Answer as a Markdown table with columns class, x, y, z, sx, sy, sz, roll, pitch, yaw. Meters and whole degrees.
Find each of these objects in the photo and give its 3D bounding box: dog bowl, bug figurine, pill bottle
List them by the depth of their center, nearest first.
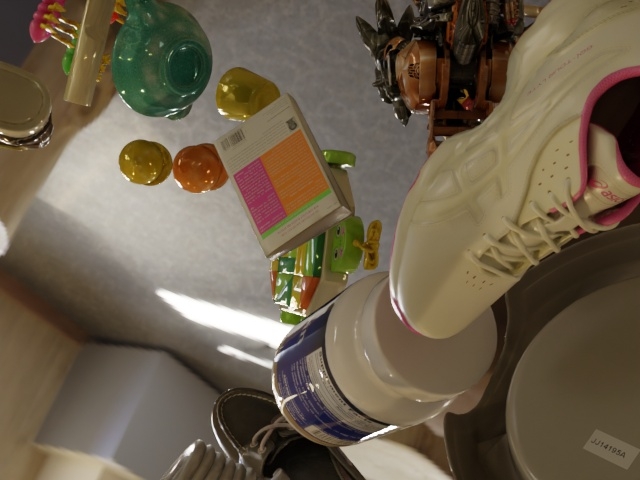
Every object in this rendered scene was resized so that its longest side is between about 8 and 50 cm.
| class | x | y | z | sx | sy | sz | roll | pitch | yaw |
| --- | --- | --- | --- | --- | --- | --- | --- | --- | --- |
| dog bowl | 0.277 | 0.141 | 0.736 | 0.348 | 0.349 | 0.102 | 1 | 138 | 35 |
| pill bottle | 0.058 | 0.118 | 0.945 | 0.153 | 0.153 | 0.264 | 27 | 153 | -11 |
| bug figurine | -0.384 | -0.386 | 1.498 | 0.072 | 0.216 | 0.279 | 19 | 170 | 13 |

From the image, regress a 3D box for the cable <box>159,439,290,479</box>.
| class | x | y | z | sx | sy | sz | roll | pitch | yaw |
| --- | --- | --- | --- | --- | --- | --- | --- | --- | --- |
| cable | -0.133 | 0.264 | 0.669 | 0.089 | 0.257 | 0.257 | 39 | 180 | 2 |

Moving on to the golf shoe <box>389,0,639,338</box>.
| class | x | y | z | sx | sy | sz | roll | pitch | yaw |
| --- | --- | --- | --- | --- | --- | --- | --- | --- | --- |
| golf shoe | 0.154 | -0.038 | 0.668 | 0.115 | 0.140 | 0.306 | 19 | 113 | -28 |

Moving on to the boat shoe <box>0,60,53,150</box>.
| class | x | y | z | sx | sy | sz | roll | pitch | yaw |
| --- | --- | --- | --- | --- | --- | --- | --- | --- | --- |
| boat shoe | -0.492 | -0.209 | 1.187 | 0.324 | 0.117 | 0.097 | 24 | 160 | -2 |

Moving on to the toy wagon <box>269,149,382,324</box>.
| class | x | y | z | sx | sy | sz | roll | pitch | yaw |
| --- | --- | --- | --- | --- | --- | --- | --- | --- | --- |
| toy wagon | 0.000 | 0.000 | 1.387 | 0.068 | 0.267 | 0.344 | 7 | 178 | -17 |

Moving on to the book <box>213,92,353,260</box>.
| class | x | y | z | sx | sy | sz | roll | pitch | yaw |
| --- | --- | --- | --- | --- | --- | --- | --- | --- | --- |
| book | -0.041 | -0.065 | 0.939 | 0.096 | 0.144 | 0.035 | -31 | 156 | 13 |

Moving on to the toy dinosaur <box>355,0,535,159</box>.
| class | x | y | z | sx | sy | sz | roll | pitch | yaw |
| --- | --- | --- | --- | --- | --- | --- | --- | --- | --- |
| toy dinosaur | 0.104 | -0.154 | 0.774 | 0.164 | 0.322 | 0.218 | 22 | -168 | -3 |

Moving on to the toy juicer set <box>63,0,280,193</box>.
| class | x | y | z | sx | sy | sz | roll | pitch | yaw |
| --- | --- | --- | --- | --- | --- | --- | --- | --- | --- |
| toy juicer set | -0.200 | -0.177 | 1.083 | 0.089 | 0.209 | 0.329 | 22 | 169 | 41 |

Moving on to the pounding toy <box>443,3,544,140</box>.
| class | x | y | z | sx | sy | sz | roll | pitch | yaw |
| --- | --- | --- | --- | --- | --- | --- | --- | --- | --- |
| pounding toy | 0.178 | -0.179 | 1.009 | 0.094 | 0.206 | 0.181 | -19 | 159 | -15 |

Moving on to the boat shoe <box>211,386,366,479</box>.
| class | x | y | z | sx | sy | sz | roll | pitch | yaw |
| --- | --- | --- | --- | --- | --- | --- | --- | --- | --- |
| boat shoe | -0.006 | 0.282 | 1.112 | 0.335 | 0.112 | 0.095 | 42 | 156 | 22 |
